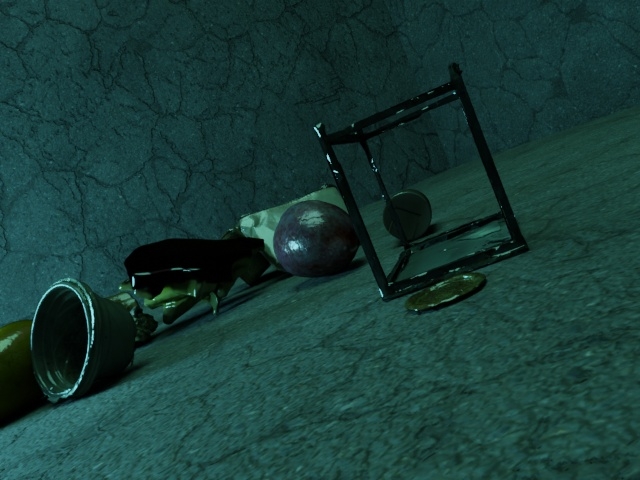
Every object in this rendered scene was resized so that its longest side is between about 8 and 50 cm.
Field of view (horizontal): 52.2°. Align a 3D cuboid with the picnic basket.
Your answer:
[{"bbox_3d":[-0.229,0.031,2.014,0.139,0.165,0.266,-48,6,-4],"label":"picnic basket"}]

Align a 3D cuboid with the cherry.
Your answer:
[{"bbox_3d":[0.000,0.000,1.457,0.192,0.175,0.249,5,7,-25],"label":"cherry"}]

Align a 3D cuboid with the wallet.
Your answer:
[{"bbox_3d":[-0.045,-0.037,1.861,0.335,0.068,0.275,-20,47,-18],"label":"wallet"}]

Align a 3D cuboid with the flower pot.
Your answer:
[{"bbox_3d":[-0.453,0.192,1.281,0.235,0.236,0.140,-19,-20,39],"label":"flower pot"}]

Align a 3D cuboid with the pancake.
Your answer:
[{"bbox_3d":[0.157,0.064,0.819,0.114,0.011,0.115,-23,6,2],"label":"pancake"}]

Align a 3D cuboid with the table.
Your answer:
[{"bbox_3d":[0.171,-0.102,1.054,0.222,0.273,0.335,-22,4,15],"label":"table"}]

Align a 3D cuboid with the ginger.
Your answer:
[{"bbox_3d":[-0.326,0.120,1.722,0.358,0.212,0.413,-4,14,5],"label":"ginger"}]

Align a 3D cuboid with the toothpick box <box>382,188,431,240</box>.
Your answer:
[{"bbox_3d":[0.205,-0.064,1.527,0.111,0.111,0.180,-22,3,12],"label":"toothpick box"}]

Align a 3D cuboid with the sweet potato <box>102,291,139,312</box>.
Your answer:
[{"bbox_3d":[-0.703,0.272,1.905,0.369,0.158,0.158,-24,4,-18],"label":"sweet potato"}]

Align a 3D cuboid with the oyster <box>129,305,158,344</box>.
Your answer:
[{"bbox_3d":[-0.505,0.240,1.670,0.198,0.092,0.259,-26,-4,-42],"label":"oyster"}]

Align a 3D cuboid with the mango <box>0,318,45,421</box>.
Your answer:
[{"bbox_3d":[-0.663,0.284,1.346,0.211,0.173,0.317,-29,8,43],"label":"mango"}]
